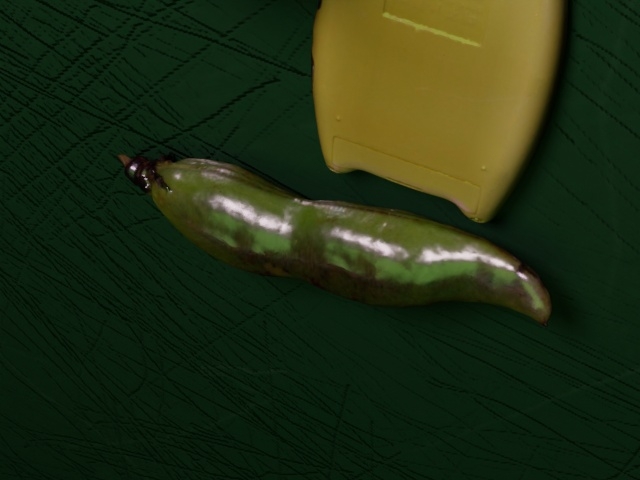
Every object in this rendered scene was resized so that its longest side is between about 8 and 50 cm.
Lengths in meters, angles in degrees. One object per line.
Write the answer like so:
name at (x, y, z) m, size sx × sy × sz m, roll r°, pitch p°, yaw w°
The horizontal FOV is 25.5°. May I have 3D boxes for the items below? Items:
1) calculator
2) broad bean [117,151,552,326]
calculator at (0.066, -0.109, 0.858) m, size 0.157 × 0.033 × 0.236 m, roll 20°, pitch 136°, yaw 14°
broad bean at (0.000, 0.000, 0.982) m, size 0.339 × 0.061 × 0.077 m, roll 15°, pitch 125°, yaw 17°
